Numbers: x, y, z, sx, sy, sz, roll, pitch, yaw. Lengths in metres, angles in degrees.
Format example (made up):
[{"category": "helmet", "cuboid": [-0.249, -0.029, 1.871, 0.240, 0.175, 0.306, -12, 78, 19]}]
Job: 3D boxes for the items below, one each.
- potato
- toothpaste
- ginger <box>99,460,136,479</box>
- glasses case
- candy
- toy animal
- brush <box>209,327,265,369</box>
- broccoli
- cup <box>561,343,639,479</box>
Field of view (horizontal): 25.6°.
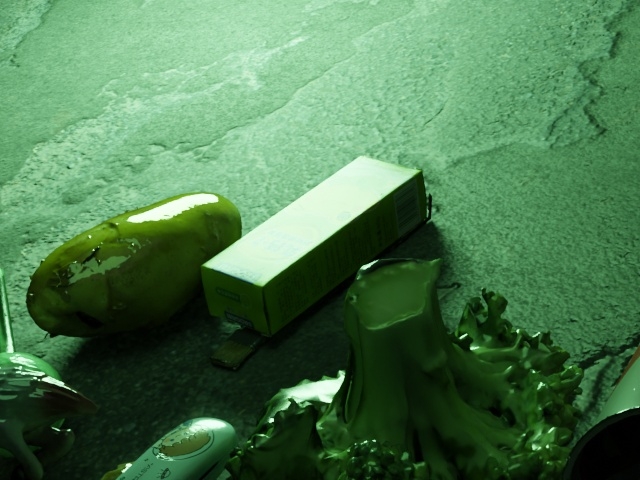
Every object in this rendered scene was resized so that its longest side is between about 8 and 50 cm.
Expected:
[{"category": "potato", "cuboid": [-0.229, 0.033, 1.771, 0.300, 0.140, 0.173, -27, 29, -32]}, {"category": "toothpaste", "cuboid": [0.000, 0.000, 1.792, 0.110, 0.077, 0.327, 19, 41, 38]}, {"category": "ginger", "cuboid": [-0.171, 0.323, 1.331, 0.221, 0.130, 0.276, -14, 31, 2]}, {"category": "glasses case", "cuboid": [-0.146, 0.225, 1.311, 0.067, 0.045, 0.178, 8, 35, 37]}, {"category": "candy", "cuboid": [-0.385, 0.128, 1.738, 0.119, 0.119, 0.440, -17, 25, -8]}, {"category": "toy animal", "cuboid": [-0.371, 0.182, 1.488, 0.324, 0.090, 0.195, 40, 84, 14]}, {"category": "brush", "cuboid": [-0.073, 0.103, 1.732, 0.043, 0.014, 0.170, 14, 40, 31]}, {"category": "broccoli", "cuboid": [0.083, 0.189, 1.334, 0.338, 0.317, 0.277, -40, 39, 5]}, {"category": "cup", "cuboid": [0.347, 0.176, 1.328, 0.203, 0.203, 0.288, 3, 23, 21]}]
